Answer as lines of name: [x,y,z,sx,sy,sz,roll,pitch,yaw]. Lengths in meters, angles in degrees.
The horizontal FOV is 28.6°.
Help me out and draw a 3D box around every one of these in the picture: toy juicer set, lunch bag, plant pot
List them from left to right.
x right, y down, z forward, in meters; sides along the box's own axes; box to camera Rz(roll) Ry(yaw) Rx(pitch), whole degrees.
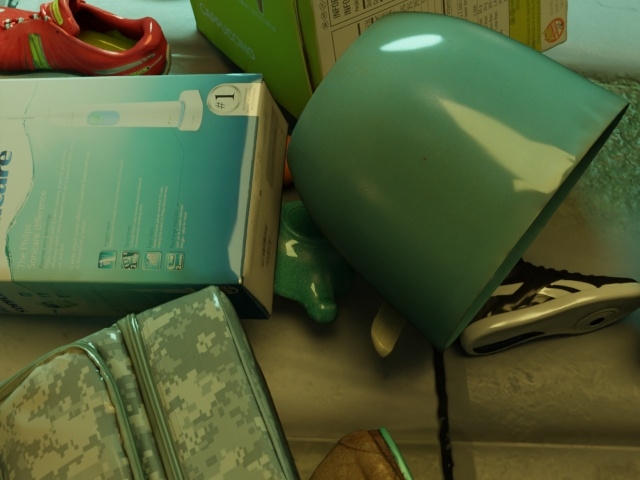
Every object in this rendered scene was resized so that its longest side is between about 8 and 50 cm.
lunch bag: [-0.148,0.227,1.096,0.256,0.213,0.305,-21,59,-3]
toy juicer set: [0.000,0.000,1.355,0.329,0.089,0.209,39,40,21]
plant pot: [0.112,-0.079,1.201,0.235,0.293,0.293,37,58,10]

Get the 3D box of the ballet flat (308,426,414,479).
ballet flat: [0.088,0.328,1.126,0.124,0.116,0.342,-32,64,-5]

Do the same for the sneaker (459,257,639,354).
sneaker: [0.237,0.040,1.357,0.216,0.079,0.121,-11,59,-15]

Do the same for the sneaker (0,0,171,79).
sneaker: [-0.308,-0.243,1.441,0.279,0.118,0.107,8,54,-4]

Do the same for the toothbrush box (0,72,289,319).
toothbrush box: [-0.193,-0.041,1.237,0.295,0.126,0.216,0,70,11]

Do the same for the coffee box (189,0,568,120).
coffee box: [0.041,-0.368,1.386,0.334,0.338,0.337,-27,45,-19]
